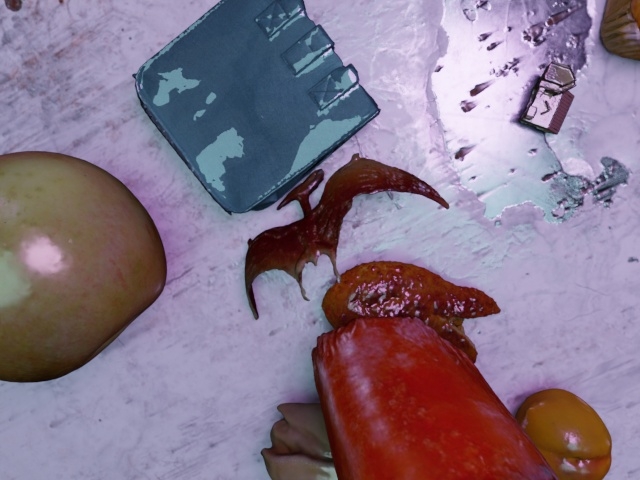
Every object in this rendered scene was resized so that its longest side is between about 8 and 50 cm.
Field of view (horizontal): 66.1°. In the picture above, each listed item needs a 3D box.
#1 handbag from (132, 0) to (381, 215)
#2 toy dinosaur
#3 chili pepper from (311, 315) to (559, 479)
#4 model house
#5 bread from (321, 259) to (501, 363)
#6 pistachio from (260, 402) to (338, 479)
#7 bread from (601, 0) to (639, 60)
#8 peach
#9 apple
[{"bbox_3d":[-0.089,-0.202,0.717,0.274,0.100,0.268,-40,89,8],"label":"handbag"},{"bbox_3d":[-0.003,0.009,0.720,0.113,0.206,0.327,35,95,-39],"label":"toy dinosaur"},{"bbox_3d":[0.130,0.224,0.609,0.251,0.305,0.229,-1,132,-17],"label":"chili pepper"},{"bbox_3d":[0.329,-0.200,0.696,0.058,0.057,0.083,23,97,7],"label":"model house"},{"bbox_3d":[0.137,0.109,0.737,0.269,0.095,0.139,16,106,-1],"label":"bread"},{"bbox_3d":[0.055,0.347,0.746,0.293,0.181,0.162,18,62,0],"label":"pistachio"},{"bbox_3d":[0.480,-0.372,0.629,0.153,0.119,0.288,13,99,0],"label":"bread"},{"bbox_3d":[0.356,0.294,0.724,0.138,0.138,0.138,1,98,5],"label":"peach"},{"bbox_3d":[-0.375,0.043,0.667,0.319,0.319,0.277,-44,84,9],"label":"apple"}]
